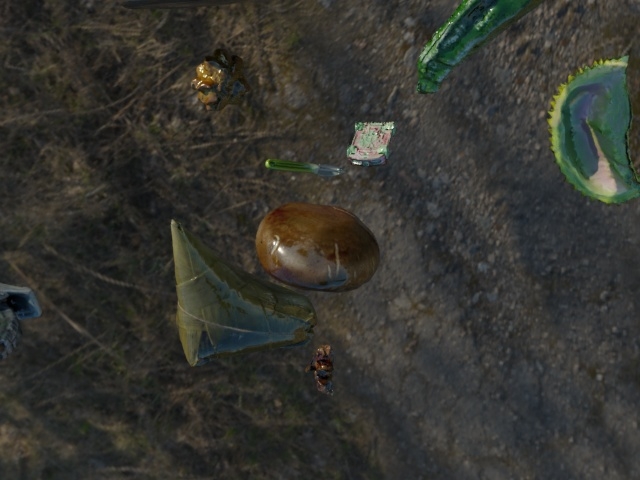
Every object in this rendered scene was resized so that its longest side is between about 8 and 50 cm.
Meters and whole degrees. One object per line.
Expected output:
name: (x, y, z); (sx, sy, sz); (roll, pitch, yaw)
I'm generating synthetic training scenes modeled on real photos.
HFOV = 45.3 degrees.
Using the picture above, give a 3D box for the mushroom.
mushroom: (0.001, -0.002, 0.838); (0.135, 0.170, 0.080); (22, 108, -2)

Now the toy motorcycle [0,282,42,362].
toy motorcycle: (-0.395, 0.058, 0.750); (0.270, 0.159, 0.106); (5, 130, 16)

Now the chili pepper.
chili pepper: (0.182, -0.244, 0.861); (0.088, 0.059, 0.227); (32, 127, -13)

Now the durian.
durian: (0.578, -0.219, 1.593); (0.158, 0.169, 0.352); (-29, 123, -10)

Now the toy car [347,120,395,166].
toy car: (0.088, -0.160, 1.297); (0.069, 0.142, 0.055); (2, 126, 13)

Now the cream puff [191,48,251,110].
cream puff: (-0.192, -0.315, 1.515); (0.094, 0.115, 0.122); (16, 96, 56)

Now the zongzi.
zongzi: (-0.144, 0.083, 1.479); (0.273, 0.145, 0.300); (-7, 118, -13)

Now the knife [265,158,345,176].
knife: (-0.026, -0.132, 1.404); (0.026, 0.184, 0.022); (-40, 59, 41)

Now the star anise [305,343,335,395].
star anise: (0.001, 0.291, 1.777); (0.070, 0.097, 0.191); (6, 150, 3)

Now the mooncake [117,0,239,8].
mooncake: (-0.221, -0.495, 1.367); (0.305, 0.306, 0.154); (0, 108, 21)
